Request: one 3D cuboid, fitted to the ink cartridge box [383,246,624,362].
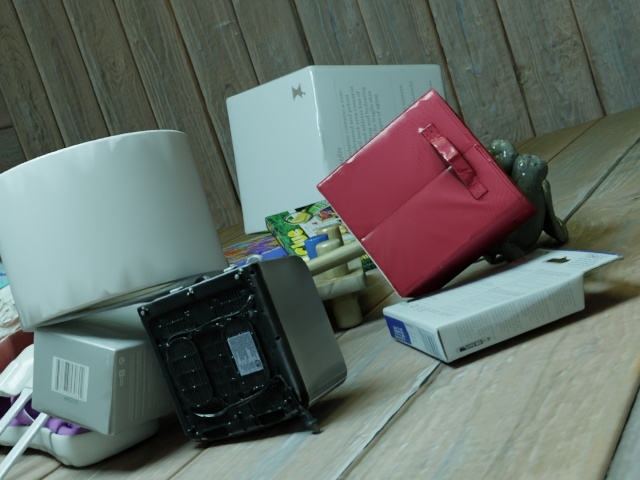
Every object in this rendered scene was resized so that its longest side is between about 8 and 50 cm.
[{"bbox_3d":[0.204,0.069,1.202,0.224,0.045,0.223,-21,5,-9],"label":"ink cartridge box"}]

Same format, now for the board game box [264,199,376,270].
[{"bbox_3d":[0.000,0.000,1.960,0.136,0.030,0.259,-19,31,-14],"label":"board game box"}]

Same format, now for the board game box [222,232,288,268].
[{"bbox_3d":[-0.141,0.054,2.148,0.233,0.078,0.347,-21,7,-22],"label":"board game box"}]

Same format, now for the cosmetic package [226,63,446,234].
[{"bbox_3d":[0.053,-0.205,2.387,0.394,0.329,0.327,-8,-1,-39],"label":"cosmetic package"}]

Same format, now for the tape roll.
[{"bbox_3d":[-0.245,-0.009,1.214,0.246,0.169,0.246,-18,-3,-1],"label":"tape roll"}]

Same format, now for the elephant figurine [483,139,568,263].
[{"bbox_3d":[0.287,-0.047,1.548,0.169,0.186,0.239,24,-1,27],"label":"elephant figurine"}]

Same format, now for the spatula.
[{"bbox_3d":[-0.371,0.215,1.243,0.168,0.019,0.242,2,45,37],"label":"spatula"}]

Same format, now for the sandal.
[{"bbox_3d":[-0.322,0.194,1.348,0.169,0.102,0.416,-22,11,-34],"label":"sandal"}]

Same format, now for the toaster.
[{"bbox_3d":[-0.077,0.117,1.102,0.168,0.185,0.110,-22,-1,31],"label":"toaster"}]

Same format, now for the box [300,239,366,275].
[{"bbox_3d":[-0.030,0.062,1.742,0.201,0.021,0.164,-18,-19,3],"label":"box"}]

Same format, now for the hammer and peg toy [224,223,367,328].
[{"bbox_3d":[-0.053,0.079,1.485,0.266,0.127,0.361,-16,7,2],"label":"hammer and peg toy"}]

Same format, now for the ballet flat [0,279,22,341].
[{"bbox_3d":[-0.548,0.195,1.684,0.409,0.147,0.147,-32,1,22],"label":"ballet flat"}]

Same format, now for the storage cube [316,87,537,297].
[{"bbox_3d":[0.142,-0.052,1.357,0.193,0.183,0.215,-40,-12,10],"label":"storage cube"}]

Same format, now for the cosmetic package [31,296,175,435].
[{"bbox_3d":[-0.199,0.134,1.208,0.127,0.107,0.238,10,9,33],"label":"cosmetic package"}]

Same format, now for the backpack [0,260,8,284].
[{"bbox_3d":[-0.623,0.144,2.178,0.355,0.273,0.290,-38,23,-34],"label":"backpack"}]

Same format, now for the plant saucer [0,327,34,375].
[{"bbox_3d":[-0.492,0.224,1.471,0.258,0.047,0.259,-44,5,-3],"label":"plant saucer"}]
